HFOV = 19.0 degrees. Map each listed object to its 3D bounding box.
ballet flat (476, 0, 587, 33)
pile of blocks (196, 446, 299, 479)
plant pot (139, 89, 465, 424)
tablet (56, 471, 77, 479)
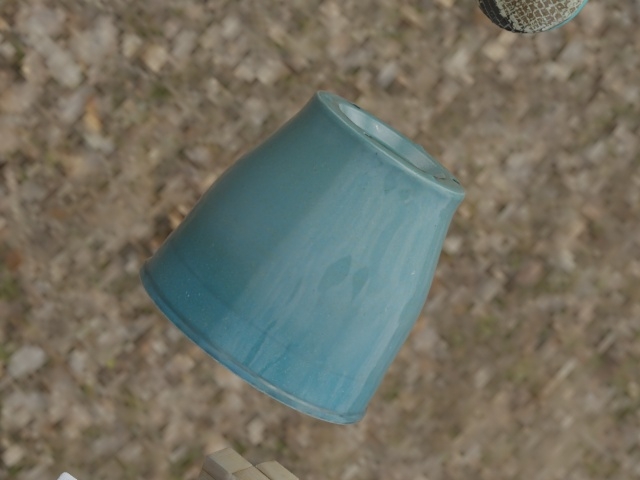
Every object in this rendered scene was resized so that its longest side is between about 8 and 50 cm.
[{"bbox_3d":[0.208,-0.423,1.637,0.182,0.164,0.483,45,61,-57],"label":"ballet flat"},{"bbox_3d":[-0.187,0.375,2.221,0.362,0.112,0.149,-41,150,-25],"label":"pile of blocks"},{"bbox_3d":[0.000,0.000,1.907,0.272,0.271,0.255,20,108,-50],"label":"plant pot"},{"bbox_3d":[-0.243,0.264,1.783,0.054,0.006,0.083,39,82,-16],"label":"tablet"}]
